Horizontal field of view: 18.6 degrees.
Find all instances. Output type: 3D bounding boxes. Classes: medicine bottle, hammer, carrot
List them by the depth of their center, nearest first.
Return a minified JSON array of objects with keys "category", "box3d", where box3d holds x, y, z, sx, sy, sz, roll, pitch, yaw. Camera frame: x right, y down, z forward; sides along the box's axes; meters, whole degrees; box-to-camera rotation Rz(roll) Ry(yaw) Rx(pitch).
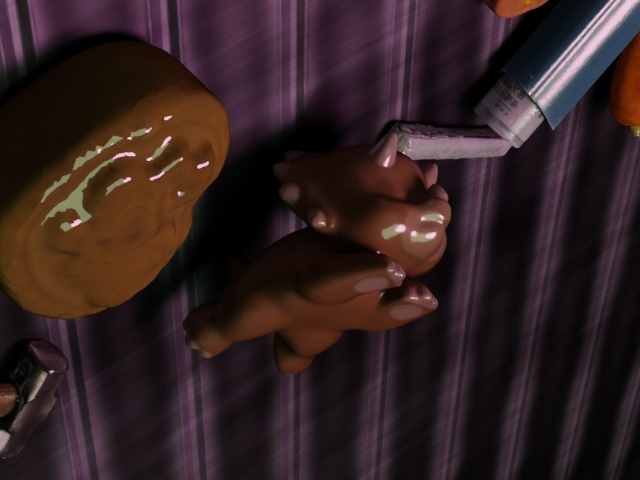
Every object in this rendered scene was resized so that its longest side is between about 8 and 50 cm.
[{"category":"hammer","box3d":[-0.371,0.146,1.639,0.365,0.043,0.111,-1,131,-51]},{"category":"medicine bottle","box3d":[0.268,-0.205,1.988,0.258,0.079,0.124,-48,153,7]},{"category":"carrot","box3d":[0.351,-0.222,2.119,0.061,0.061,0.256,-28,137,-30]}]

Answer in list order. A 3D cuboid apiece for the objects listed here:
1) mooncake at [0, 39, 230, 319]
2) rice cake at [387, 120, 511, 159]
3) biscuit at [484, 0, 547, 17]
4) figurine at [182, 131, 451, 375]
[{"category":"mooncake","box3d":[-0.186,-0.040,1.555,0.235,0.117,0.235,-35,154,-20]},{"category":"rice cake","box3d":[0.133,-0.101,1.995,0.208,0.033,0.033,-3,130,-53]},{"category":"biscuit","box3d":[0.261,-0.348,1.820,0.334,0.047,0.202,-46,152,1]},{"category":"figurine","box3d":[0.006,-0.001,1.831,0.177,0.173,0.247,16,145,-37]}]
